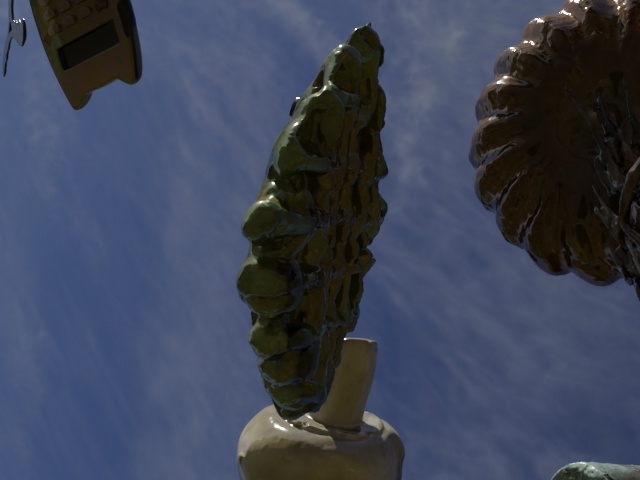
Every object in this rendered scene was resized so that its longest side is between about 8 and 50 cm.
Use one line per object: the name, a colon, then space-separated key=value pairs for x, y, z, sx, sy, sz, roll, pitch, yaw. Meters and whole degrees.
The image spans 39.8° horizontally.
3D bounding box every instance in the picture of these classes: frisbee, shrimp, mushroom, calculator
frisbee: x=-0.631 y=-0.451 z=1.813 sx=0.211 sy=0.012 sz=0.187 roll=-17 pitch=-105 yaw=58
shrimp: x=0.317 y=-0.007 z=0.790 sx=0.116 sy=0.145 sz=0.343 roll=-23 pitch=-111 yaw=13
mushroom: x=0.009 y=0.330 z=1.559 sx=0.314 sy=0.314 sz=0.336 roll=9 pitch=-94 yaw=35
calculator: x=-0.293 y=-0.289 z=1.080 sx=0.157 sy=0.033 sz=0.236 roll=-13 pitch=-83 yaw=37

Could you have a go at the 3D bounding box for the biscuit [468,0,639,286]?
biscuit: x=0.305 y=-0.113 z=0.932 sx=0.326 sy=0.107 sz=0.325 roll=-2 pitch=-95 yaw=29

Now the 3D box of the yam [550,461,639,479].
yam: x=0.360 y=0.291 z=0.959 sx=0.093 sy=0.259 sz=0.093 roll=-26 pitch=-122 yaw=51

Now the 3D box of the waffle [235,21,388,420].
waffle: x=-0.003 y=0.000 z=0.556 sx=0.054 sy=0.204 sz=0.223 roll=10 pitch=-37 yaw=13
